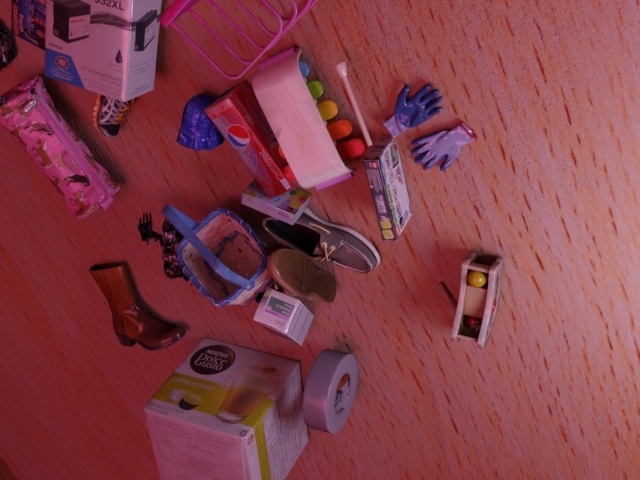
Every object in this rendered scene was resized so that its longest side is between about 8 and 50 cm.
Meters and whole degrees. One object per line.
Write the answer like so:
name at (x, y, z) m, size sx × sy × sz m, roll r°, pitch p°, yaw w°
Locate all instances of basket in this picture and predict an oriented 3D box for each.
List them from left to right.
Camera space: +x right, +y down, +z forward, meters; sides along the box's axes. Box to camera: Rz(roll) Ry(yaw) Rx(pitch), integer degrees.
basket at (-0.252, 0.032, 1.981) m, size 0.201 × 0.289 × 0.255 m, roll -47°, pitch 65°, yaw 6°

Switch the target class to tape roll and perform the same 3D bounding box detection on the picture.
tape roll at (0.029, 0.407, 2.170) m, size 0.072 × 0.219 × 0.219 m, roll 10°, pitch 128°, yaw 22°

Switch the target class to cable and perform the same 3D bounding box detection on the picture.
cable at (-0.876, -0.529, 2.078) m, size 0.184 × 0.047 × 0.151 m, roll 49°, pitch 132°, yaw -11°

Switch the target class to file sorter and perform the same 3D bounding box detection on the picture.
file sorter at (-0.124, -0.473, 1.540) m, size 0.182 × 0.290 × 0.202 m, roll 45°, pitch 133°, yaw -12°

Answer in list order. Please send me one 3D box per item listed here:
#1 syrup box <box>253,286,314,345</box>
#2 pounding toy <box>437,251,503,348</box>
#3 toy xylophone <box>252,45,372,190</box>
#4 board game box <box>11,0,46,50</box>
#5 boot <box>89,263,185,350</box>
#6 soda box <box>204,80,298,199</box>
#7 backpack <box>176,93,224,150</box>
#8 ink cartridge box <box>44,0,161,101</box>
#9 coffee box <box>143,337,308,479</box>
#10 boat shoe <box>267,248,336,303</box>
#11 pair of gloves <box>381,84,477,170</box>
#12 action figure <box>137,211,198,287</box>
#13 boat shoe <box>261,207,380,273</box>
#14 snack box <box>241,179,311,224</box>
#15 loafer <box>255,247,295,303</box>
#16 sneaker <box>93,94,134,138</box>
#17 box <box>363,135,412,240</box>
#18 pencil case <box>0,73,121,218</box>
syrup box at (-0.092, 0.200, 2.083) m, size 0.093 × 0.096 × 0.237 m, roll 21°, pitch 168°, yaw 14°
pounding toy at (0.326, 0.148, 1.853) m, size 0.155 × 0.154 × 0.269 m, roll 13°, pitch 129°, yaw 20°
toy xylophone at (-0.011, -0.262, 1.743) m, size 0.236 × 0.081 × 0.322 m, roll -11°, pitch 108°, yaw 22°
board game box at (-0.685, -0.570, 1.932) m, size 0.194 × 0.060 × 0.194 m, roll 29°, pitch 133°, yaw 8°
boot at (-0.554, 0.189, 2.443) m, size 0.264 × 0.096 × 0.280 m, roll 3°, pitch 118°, yaw 37°
soda box at (-0.146, -0.232, 1.867) m, size 0.083 × 0.092 × 0.263 m, roll -21°, pitch 113°, yaw 39°
backpack at (-0.272, -0.281, 1.900) m, size 0.101 × 0.098 × 0.120 m, roll 19°, pitch 119°, yaw 10°
ink cartridge box at (-0.485, -0.496, 1.792) m, size 0.223 × 0.129 × 0.307 m, roll 20°, pitch 120°, yaw 14°
coffee box at (-0.264, 0.539, 2.355) m, size 0.338 × 0.334 × 0.338 m, roll 11°, pitch 126°, yaw 23°
boat shoe at (-0.060, 0.096, 1.985) m, size 0.089 × 0.104 × 0.285 m, roll -1°, pitch 158°, yaw 30°
pair of gloves at (0.225, -0.240, 1.705) m, size 0.198 × 0.023 × 0.159 m, roll 47°, pitch 131°, yaw -11°
action figure at (-0.373, 0.021, 2.162) m, size 0.164 × 0.140 × 0.275 m, roll 1°, pitch 151°, yaw 19°
boat shoe at (-0.001, 0.003, 1.966) m, size 0.305 × 0.091 × 0.109 m, roll 29°, pitch 133°, yaw 7°
snack box at (-0.106, -0.102, 1.938) m, size 0.141 × 0.100 × 0.037 m, roll 23°, pitch 132°, yaw 12°
loafer at (-0.109, 0.105, 2.112) m, size 0.080 × 0.078 × 0.220 m, roll 36°, pitch 134°, yaw 0°
sneaker at (-0.507, -0.340, 1.995) m, size 0.083 × 0.084 × 0.214 m, roll 22°, pitch 131°, yaw 7°
box at (0.151, -0.115, 1.777) m, size 0.036 × 0.114 × 0.207 m, roll 2°, pitch 124°, yaw 28°
pencil case at (-0.692, -0.240, 2.124) m, size 0.160 × 0.167 × 0.386 m, roll -30°, pitch 109°, yaw 7°
